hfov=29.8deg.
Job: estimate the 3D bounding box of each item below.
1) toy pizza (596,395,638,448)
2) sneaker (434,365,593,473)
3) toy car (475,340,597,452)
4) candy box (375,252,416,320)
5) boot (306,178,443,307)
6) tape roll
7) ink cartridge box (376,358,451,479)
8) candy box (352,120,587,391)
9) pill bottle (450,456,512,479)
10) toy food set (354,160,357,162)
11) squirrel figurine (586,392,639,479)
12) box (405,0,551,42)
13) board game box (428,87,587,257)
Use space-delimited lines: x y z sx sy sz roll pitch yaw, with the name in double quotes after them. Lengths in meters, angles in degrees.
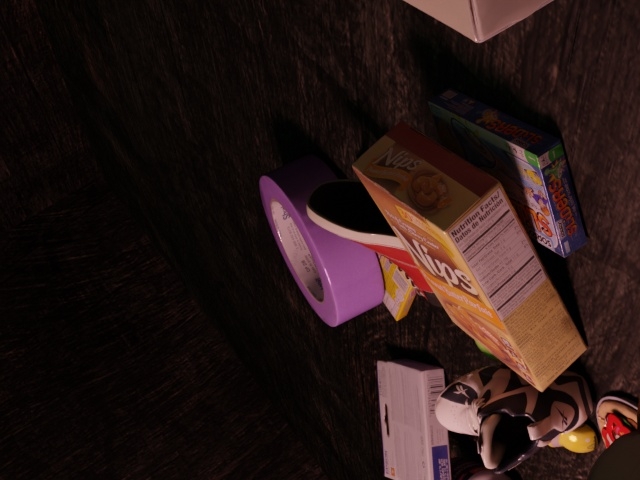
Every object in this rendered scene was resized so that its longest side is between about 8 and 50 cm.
0.395 0.275 1.439 0.201 0.032 0.201 52 164 21 "toy pizza"
0.212 0.230 1.525 0.235 0.153 0.094 -3 105 42 "sneaker"
0.260 0.180 1.633 0.225 0.053 0.239 62 164 -18 "toy car"
0.112 0.052 1.895 0.105 0.027 0.206 58 166 15 "candy box"
0.099 0.014 1.631 0.244 0.088 0.176 19 150 26 "boot"
0.000 0.000 1.968 0.275 0.090 0.275 58 165 25 "tape roll"
0.162 0.320 2.086 0.224 0.045 0.223 -179 84 -72 "ink cartridge box"
0.178 0.022 1.395 0.183 0.087 0.316 39 169 48 "candy box"
0.269 0.432 2.020 0.108 0.108 0.193 60 165 -9 "pill bottle"
0.089 -0.025 1.728 0.192 0.038 0.132 57 -178 -1 "toy food set"
0.375 0.305 0.931 0.397 0.281 0.370 51 172 -20 "squirrel figurine"
0.095 -0.286 1.094 0.275 0.113 0.094 40 156 46 "box"
0.203 -0.078 1.318 0.201 0.035 0.136 37 155 54 "board game box"
